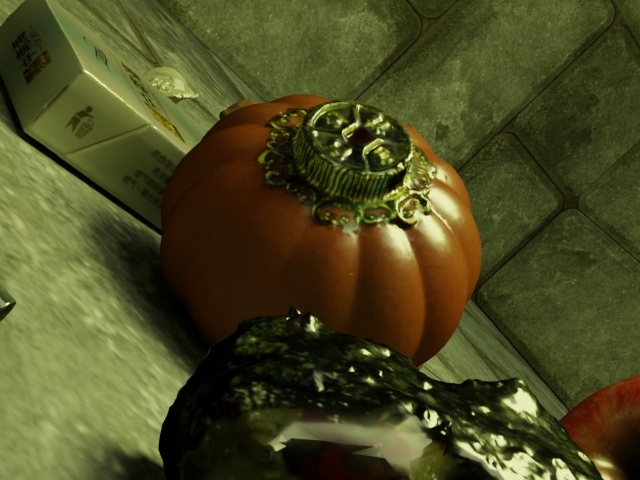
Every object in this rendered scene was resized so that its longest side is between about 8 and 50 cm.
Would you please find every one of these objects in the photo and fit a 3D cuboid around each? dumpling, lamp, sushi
[{"bbox_3d":[-0.193,-0.191,1.165,0.076,0.052,0.057,48,-5,-6],"label":"dumpling"},{"bbox_3d":[0.000,0.000,0.650,0.223,0.196,0.223,10,45,-11],"label":"lamp"},{"bbox_3d":[0.028,0.128,0.412,0.212,0.147,0.115,26,20,-17],"label":"sushi"}]

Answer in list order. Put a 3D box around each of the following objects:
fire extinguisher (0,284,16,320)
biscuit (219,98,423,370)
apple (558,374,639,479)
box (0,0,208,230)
[{"bbox_3d":[-0.163,0.004,0.389,0.083,0.022,0.028,46,37,-1],"label":"fire extinguisher"},{"bbox_3d":[-0.007,0.013,0.889,0.355,0.052,0.275,56,-8,28],"label":"biscuit"},{"bbox_3d":[0.330,0.260,0.886,0.216,0.260,0.260,47,6,-26],"label":"apple"},{"bbox_3d":[-0.146,-0.081,0.772,0.243,0.067,0.155,40,8,-45],"label":"box"}]
